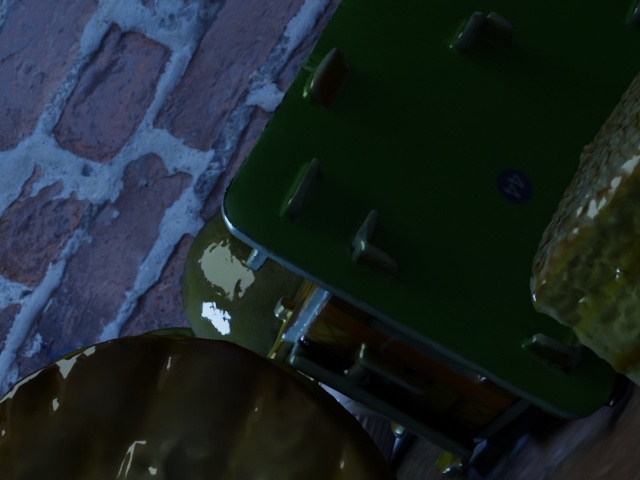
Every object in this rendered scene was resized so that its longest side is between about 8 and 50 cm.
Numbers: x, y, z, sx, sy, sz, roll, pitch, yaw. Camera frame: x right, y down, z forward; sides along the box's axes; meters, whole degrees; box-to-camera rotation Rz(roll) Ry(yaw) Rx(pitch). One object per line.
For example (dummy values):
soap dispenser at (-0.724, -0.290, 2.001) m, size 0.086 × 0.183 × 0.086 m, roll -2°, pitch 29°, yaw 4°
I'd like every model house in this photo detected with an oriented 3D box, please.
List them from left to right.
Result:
model house at (0.074, -0.033, 0.839) m, size 0.358 × 0.242 × 0.313 m, roll -64°, pitch 5°, yaw -29°

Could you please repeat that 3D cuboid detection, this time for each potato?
potato at (0.003, 0.002, 1.338) m, size 0.218 × 0.202 × 0.351 m, roll 8°, pitch 56°, yaw 46°

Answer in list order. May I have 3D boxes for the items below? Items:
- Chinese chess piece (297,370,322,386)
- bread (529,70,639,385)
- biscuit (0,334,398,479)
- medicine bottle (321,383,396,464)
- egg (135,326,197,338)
Chinese chess piece at (0.028, 0.122, 1.131) m, size 0.188 × 0.083 × 0.188 m, roll -59°, pitch 5°, yaw 8°
bread at (0.199, -0.064, 0.534) m, size 0.234 × 0.110 × 0.184 m, roll -61°, pitch -4°, yaw 29°
biscuit at (-0.085, 0.198, 0.710) m, size 0.296 × 0.296 × 0.102 m, roll -59°, pitch -6°, yaw 3°
medicine bottle at (0.044, 0.086, 0.998) m, size 0.083 × 0.083 × 0.203 m, roll 160°, pitch 122°, yaw -80°
egg at (-0.156, 0.229, 1.378) m, size 0.238 × 0.238 × 0.289 m, roll -56°, pitch 25°, yaw 23°
